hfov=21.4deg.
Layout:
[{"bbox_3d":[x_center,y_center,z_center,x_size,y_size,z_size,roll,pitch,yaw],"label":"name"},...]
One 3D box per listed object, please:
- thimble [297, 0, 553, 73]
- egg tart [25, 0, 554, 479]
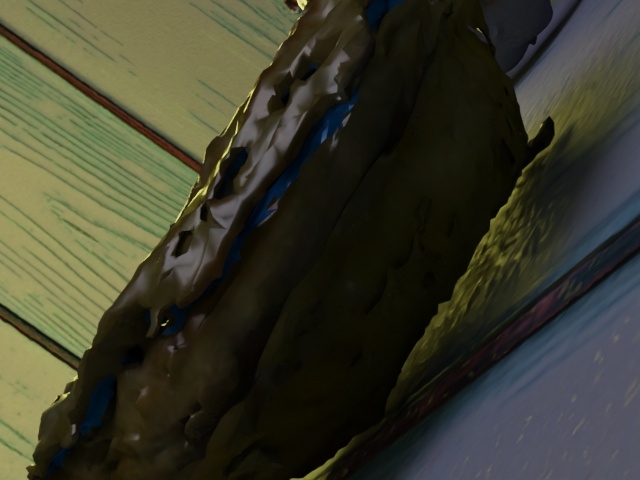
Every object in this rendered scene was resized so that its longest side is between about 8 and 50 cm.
[{"bbox_3d":[0.068,-0.146,0.864,0.127,0.118,0.151,-56,3,-20],"label":"thimble"},{"bbox_3d":[0.000,0.000,0.605,0.291,0.107,0.291,-57,6,9],"label":"egg tart"}]
